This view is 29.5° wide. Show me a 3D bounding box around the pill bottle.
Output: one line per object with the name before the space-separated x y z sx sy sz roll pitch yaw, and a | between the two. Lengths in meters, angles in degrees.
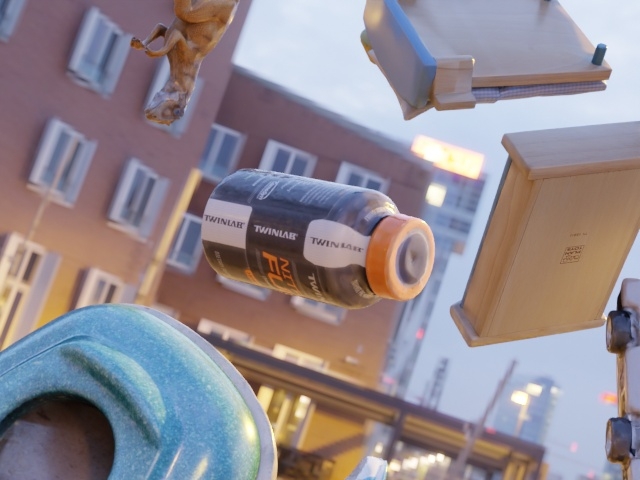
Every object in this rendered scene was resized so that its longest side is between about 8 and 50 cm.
pill bottle | 0.000 0.000 1.307 0.246 0.130 0.130 12 -12 38

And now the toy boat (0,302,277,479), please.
toy boat | -0.197 0.108 0.619 0.318 0.267 0.148 34 -18 26

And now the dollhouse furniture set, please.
dollhouse furniture set | 0.199 -0.094 1.109 0.286 0.303 0.198 -7 -45 -20

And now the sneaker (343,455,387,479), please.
sneaker | 0.012 0.314 1.351 0.092 0.087 0.228 15 34 16

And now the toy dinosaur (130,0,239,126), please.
toy dinosaur | -0.085 -0.190 0.935 0.112 0.211 0.064 33 3 -16

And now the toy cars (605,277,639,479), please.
toy cars | 0.327 0.196 0.887 0.393 0.176 0.087 50 -21 29
